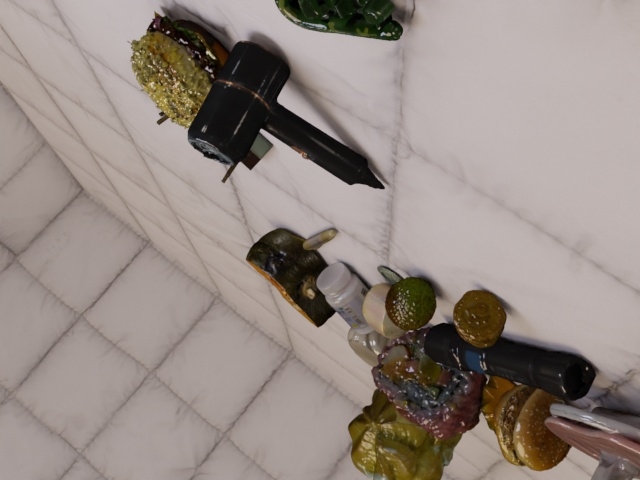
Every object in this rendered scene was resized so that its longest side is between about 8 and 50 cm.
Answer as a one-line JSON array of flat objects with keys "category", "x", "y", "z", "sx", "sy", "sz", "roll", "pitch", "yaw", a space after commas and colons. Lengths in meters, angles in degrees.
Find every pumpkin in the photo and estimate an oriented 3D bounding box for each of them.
[{"category": "pumpkin", "x": -0.053, "y": 0.109, "z": 2.000, "sx": 0.222, "sy": 0.139, "sz": 0.317, "roll": 24, "pitch": 156, "yaw": 51}, {"category": "pumpkin", "x": 0.459, "y": 0.435, "z": 1.737, "sx": 0.254, "sy": 0.130, "sz": 0.149, "roll": 38, "pitch": 164, "yaw": 2}]

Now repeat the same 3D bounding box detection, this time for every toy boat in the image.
[{"category": "toy boat", "x": 0.017, "y": -0.296, "z": 0.907, "sx": 0.210, "sy": 0.052, "sz": 0.104, "roll": 22, "pitch": 159, "yaw": 44}]

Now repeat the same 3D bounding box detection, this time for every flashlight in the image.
[{"category": "flashlight", "x": 0.372, "y": 0.240, "z": 1.494, "sx": 0.103, "sy": 0.103, "sz": 0.424, "roll": 47, "pitch": 161, "yaw": -22}]

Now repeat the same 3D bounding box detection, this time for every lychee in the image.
[{"category": "lychee", "x": 0.193, "y": 0.136, "z": 1.562, "sx": 0.114, "sy": 0.114, "sz": 0.146, "roll": 34, "pitch": 151, "yaw": 22}]

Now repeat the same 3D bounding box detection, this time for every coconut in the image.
[{"category": "coconut", "x": 0.169, "y": 0.167, "z": 1.703, "sx": 0.122, "sy": 0.116, "sz": 0.116, "roll": 29, "pitch": 161, "yaw": 46}]

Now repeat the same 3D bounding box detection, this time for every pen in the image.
[{"category": "pen", "x": 0.000, "y": 0.000, "z": 1.782, "sx": 0.040, "sy": 0.032, "sz": 0.233, "roll": 19, "pitch": 168, "yaw": -14}]

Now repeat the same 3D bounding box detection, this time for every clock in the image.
[{"category": "clock", "x": 0.163, "y": 0.085, "z": 1.678, "sx": 0.083, "sy": 0.010, "sz": 0.074, "roll": 31, "pitch": 163, "yaw": 29}]

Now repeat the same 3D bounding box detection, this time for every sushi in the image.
[{"category": "sushi", "x": 0.265, "y": 0.352, "z": 1.780, "sx": 0.270, "sy": 0.236, "sz": 0.171, "roll": 30, "pitch": 172, "yaw": 38}]

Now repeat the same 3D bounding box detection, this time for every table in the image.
[{"category": "table", "x": -0.235, "y": -0.230, "z": 1.545, "sx": 0.240, "sy": 0.111, "sz": 0.121, "roll": 42, "pitch": 165, "yaw": -7}]

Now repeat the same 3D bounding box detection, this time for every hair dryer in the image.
[{"category": "hair dryer", "x": -0.035, "y": -0.157, "z": 1.225, "sx": 0.352, "sy": 0.189, "sz": 0.107, "roll": 31, "pitch": 169, "yaw": -20}]

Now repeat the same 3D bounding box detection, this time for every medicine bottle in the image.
[{"category": "medicine bottle", "x": 0.078, "y": 0.149, "z": 1.873, "sx": 0.186, "sy": 0.103, "sz": 0.103, "roll": 48, "pitch": 162, "yaw": -29}]

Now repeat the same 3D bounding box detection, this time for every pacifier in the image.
[{"category": "pacifier", "x": 0.548, "y": 0.420, "z": 1.350, "sx": 0.332, "sy": 0.220, "sz": 0.273, "roll": 173, "pitch": 94, "yaw": -71}]

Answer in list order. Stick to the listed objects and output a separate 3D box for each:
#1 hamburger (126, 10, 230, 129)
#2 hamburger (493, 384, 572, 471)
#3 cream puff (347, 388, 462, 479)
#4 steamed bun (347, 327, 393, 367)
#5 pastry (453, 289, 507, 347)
[{"category": "hamburger", "x": -0.239, "y": -0.292, "z": 1.338, "sx": 0.262, "sy": 0.138, "sz": 0.243, "roll": 28, "pitch": 159, "yaw": 40}, {"category": "hamburger", "x": 0.458, "y": 0.394, "z": 1.558, "sx": 0.118, "sy": 0.182, "sz": 0.191, "roll": -12, "pitch": 120, "yaw": 50}, {"category": "cream puff", "x": 0.227, "y": 0.526, "z": 2.088, "sx": 0.275, "sy": 0.378, "sz": 0.378, "roll": 39, "pitch": 165, "yaw": -21}, {"category": "steamed bun", "x": 0.165, "y": 0.291, "z": 2.061, "sx": 0.183, "sy": 0.106, "sz": 0.183, "roll": 33, "pitch": 161, "yaw": 13}, {"category": "pastry", "x": 0.302, "y": 0.148, "z": 1.381, "sx": 0.057, "sy": 0.097, "sz": 0.109, "roll": 56, "pitch": -167, "yaw": -71}]
